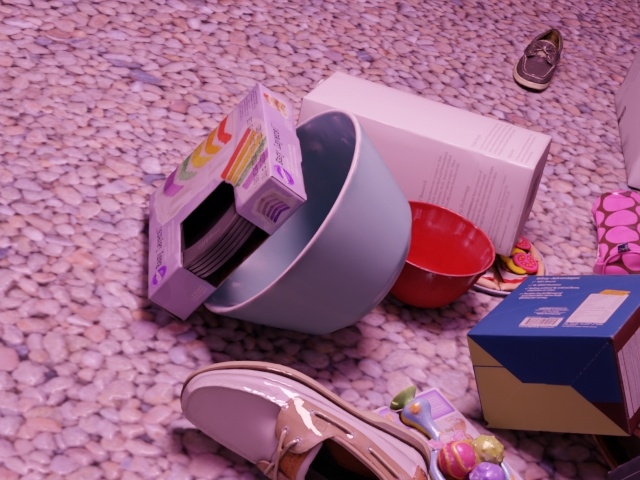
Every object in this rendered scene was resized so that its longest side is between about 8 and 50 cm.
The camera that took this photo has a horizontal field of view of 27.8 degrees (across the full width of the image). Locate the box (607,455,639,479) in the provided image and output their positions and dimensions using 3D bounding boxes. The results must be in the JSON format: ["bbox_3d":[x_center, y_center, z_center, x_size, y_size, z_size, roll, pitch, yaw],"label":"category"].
[{"bbox_3d":[0.501,0.373,1.325,0.343,0.179,0.312,6,63,-17],"label":"box"}]

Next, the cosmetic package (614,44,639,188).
[{"bbox_3d":[0.673,-0.255,2.439,0.156,0.217,0.385,18,30,-1],"label":"cosmetic package"}]

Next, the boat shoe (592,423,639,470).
[{"bbox_3d":[0.437,0.311,1.570,0.116,0.123,0.324,-4,30,-23],"label":"boat shoe"}]

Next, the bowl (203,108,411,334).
[{"bbox_3d":[0.000,0.000,1.690,0.163,0.311,0.311,36,25,-25],"label":"bowl"}]

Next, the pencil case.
[{"bbox_3d":[0.484,-0.003,2.086,0.098,0.095,0.209,-1,29,9],"label":"pencil case"}]

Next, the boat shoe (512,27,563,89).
[{"bbox_3d":[0.448,-0.376,2.638,0.080,0.073,0.223,23,32,8],"label":"boat shoe"}]

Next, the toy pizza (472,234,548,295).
[{"bbox_3d":[0.259,0.014,1.997,0.201,0.032,0.201,13,33,-8],"label":"toy pizza"}]

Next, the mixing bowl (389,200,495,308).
[{"bbox_3d":[0.148,0.032,1.853,0.181,0.098,0.181,13,33,-9],"label":"mixing bowl"}]

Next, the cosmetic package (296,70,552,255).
[{"bbox_3d":[0.152,-0.126,1.995,0.365,0.155,0.197,18,24,13],"label":"cosmetic package"}]

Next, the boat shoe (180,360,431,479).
[{"bbox_3d":[-0.019,0.228,1.464,0.302,0.113,0.103,19,27,-1],"label":"boat shoe"}]

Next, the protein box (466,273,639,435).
[{"bbox_3d":[0.328,0.141,1.666,0.200,0.136,0.201,-2,19,34],"label":"protein box"}]

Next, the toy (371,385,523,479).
[{"bbox_3d":[0.174,0.259,1.563,0.137,0.056,0.237,-15,45,-39],"label":"toy"}]

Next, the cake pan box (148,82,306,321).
[{"bbox_3d":[-0.129,-0.052,1.711,0.070,0.246,0.267,34,25,-26],"label":"cake pan box"}]
